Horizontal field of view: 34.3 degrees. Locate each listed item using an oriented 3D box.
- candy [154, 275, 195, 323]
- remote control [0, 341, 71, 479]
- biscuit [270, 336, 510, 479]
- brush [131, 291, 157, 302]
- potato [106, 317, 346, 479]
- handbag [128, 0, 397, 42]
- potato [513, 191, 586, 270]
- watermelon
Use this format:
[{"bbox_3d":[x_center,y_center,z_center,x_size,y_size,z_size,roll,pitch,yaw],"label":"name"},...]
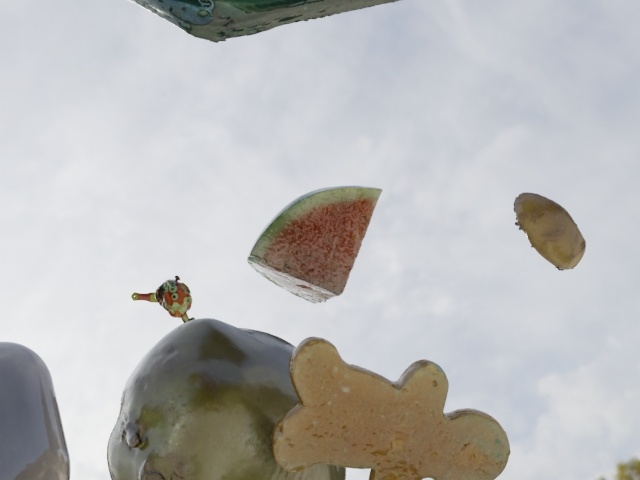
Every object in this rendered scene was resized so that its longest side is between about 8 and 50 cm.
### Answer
[{"bbox_3d":[-0.182,0.119,1.449,0.049,0.056,0.185,-16,-43,5],"label":"candy"},{"bbox_3d":[-0.449,0.284,1.404,0.221,0.332,0.103,-30,-39,8],"label":"remote control"},{"bbox_3d":[0.071,0.184,1.002,0.234,0.030,0.153,14,-78,-10],"label":"biscuit"},{"bbox_3d":[-0.300,0.100,1.825,0.083,0.021,0.019,5,-90,-43],"label":"brush"},{"bbox_3d":[-0.094,0.213,1.129,0.221,0.243,0.326,-8,-31,26],"label":"potato"},{"bbox_3d":[-0.030,-0.246,0.785,0.326,0.238,0.089,-24,-51,-41],"label":"handbag"},{"bbox_3d":[0.225,-0.007,0.995,0.036,0.093,0.037,-31,17,50],"label":"potato"},{"bbox_3d":[0.000,0.000,1.800,0.256,0.176,0.260,10,-74,-60],"label":"watermelon"}]
